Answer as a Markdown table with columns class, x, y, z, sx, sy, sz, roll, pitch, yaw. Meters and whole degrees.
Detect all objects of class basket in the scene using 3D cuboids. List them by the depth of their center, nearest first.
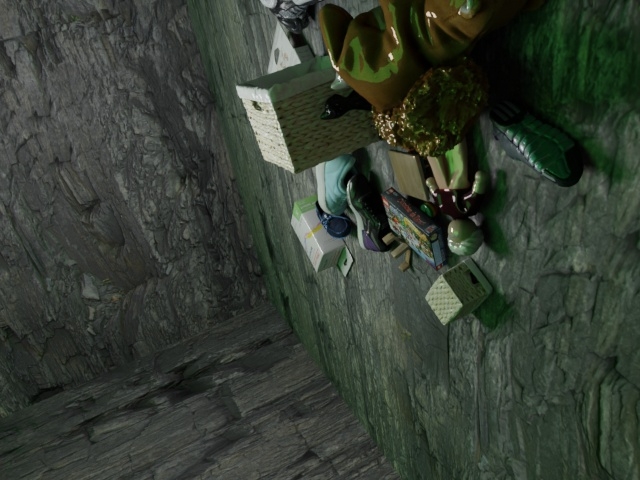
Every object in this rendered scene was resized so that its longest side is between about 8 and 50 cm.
| class | x | y | z | sx | sy | sz | roll | pitch | yaw |
| --- | --- | --- | --- | --- | --- | --- | --- | --- | --- |
| basket | 0.370 | 0.144 | 1.332 | 0.113 | 0.103 | 0.167 | 59 | 159 | 23 |
| basket | -0.040 | -0.399 | 1.516 | 0.328 | 0.331 | 0.267 | 36 | 146 | 59 |

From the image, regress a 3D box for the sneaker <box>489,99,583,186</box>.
| class | x | y | z | sx | sy | sz | roll | pitch | yaw |
| --- | --- | --- | --- | --- | --- | --- | --- | --- | --- |
| sneaker | 0.411 | -0.173 | 0.937 | 0.224 | 0.083 | 0.098 | 62 | -178 | 32 |

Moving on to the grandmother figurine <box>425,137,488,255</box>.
| class | x | y | z | sx | sy | sz | roll | pitch | yaw |
| --- | --- | --- | --- | --- | --- | --- | --- | --- | --- |
| grandmother figurine | 0.319 | -0.128 | 1.180 | 0.208 | 0.103 | 0.343 | -150 | 43 | -75 |

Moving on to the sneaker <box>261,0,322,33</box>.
| class | x | y | z | sx | sy | sz | roll | pitch | yaw |
| --- | --- | --- | --- | --- | --- | --- | --- | --- | --- |
| sneaker | -0.055 | -0.741 | 1.540 | 0.268 | 0.101 | 0.153 | 16 | 164 | 37 |

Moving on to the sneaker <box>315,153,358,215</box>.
| class | x | y | z | sx | sy | sz | roll | pitch | yaw |
| --- | --- | --- | --- | --- | --- | --- | --- | --- | --- |
| sneaker | 0.079 | -0.184 | 1.751 | 0.150 | 0.135 | 0.366 | 25 | 160 | 21 |

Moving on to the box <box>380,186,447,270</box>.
| class | x | y | z | sx | sy | sz | roll | pitch | yaw |
| --- | --- | --- | --- | --- | --- | --- | --- | --- | --- |
| box | 0.273 | -0.036 | 1.434 | 0.233 | 0.044 | 0.159 | 49 | 170 | 44 |

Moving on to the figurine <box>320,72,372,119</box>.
| class | x | y | z | sx | sy | sz | roll | pitch | yaw |
| --- | --- | --- | --- | --- | --- | --- | --- | --- | --- |
| figurine | 0.108 | -0.405 | 1.276 | 0.093 | 0.209 | 0.215 | 62 | 161 | 15 |

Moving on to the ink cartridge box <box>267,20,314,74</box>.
| class | x | y | z | sx | sy | sz | roll | pitch | yaw |
| --- | --- | --- | --- | --- | --- | --- | --- | --- | --- |
| ink cartridge box | -0.100 | -0.627 | 1.837 | 0.261 | 0.066 | 0.296 | 65 | 161 | 11 |

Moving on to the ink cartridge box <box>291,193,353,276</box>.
| class | x | y | z | sx | sy | sz | roll | pitch | yaw |
| --- | --- | --- | --- | --- | --- | --- | --- | --- | --- |
| ink cartridge box | 0.000 | 0.000 | 2.182 | 0.354 | 0.119 | 0.207 | 61 | 160 | 21 |

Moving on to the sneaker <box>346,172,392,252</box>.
| class | x | y | z | sx | sy | sz | roll | pitch | yaw |
| --- | --- | --- | --- | --- | --- | --- | --- | --- | --- |
| sneaker | 0.181 | -0.093 | 1.644 | 0.124 | 0.107 | 0.284 | 14 | 129 | 50 |

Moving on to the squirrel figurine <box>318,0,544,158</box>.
| class | x | y | z | sx | sy | sz | roll | pitch | yaw |
| --- | --- | --- | --- | --- | --- | --- | --- | --- | --- |
| squirrel figurine | 0.230 | -0.361 | 0.935 | 0.370 | 0.280 | 0.398 | -4 | 98 | 56 |

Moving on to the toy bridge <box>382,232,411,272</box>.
| class | x | y | z | sx | sy | sz | roll | pitch | yaw |
| --- | --- | --- | --- | --- | --- | --- | --- | --- | --- |
| toy bridge | 0.255 | 0.030 | 1.563 | 0.026 | 0.063 | 0.188 | 50 | 177 | 44 |

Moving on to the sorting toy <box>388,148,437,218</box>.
| class | x | y | z | sx | sy | sz | roll | pitch | yaw |
| --- | --- | --- | --- | --- | --- | --- | --- | --- | --- |
| sorting toy | 0.253 | -0.197 | 1.346 | 0.132 | 0.046 | 0.275 | 33 | 149 | 60 |

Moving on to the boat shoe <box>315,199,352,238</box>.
| class | x | y | z | sx | sy | sz | roll | pitch | yaw |
| --- | --- | --- | --- | --- | --- | --- | --- | --- | --- |
| boat shoe | 0.035 | -0.086 | 1.989 | 0.089 | 0.109 | 0.258 | 55 | 170 | -35 |
